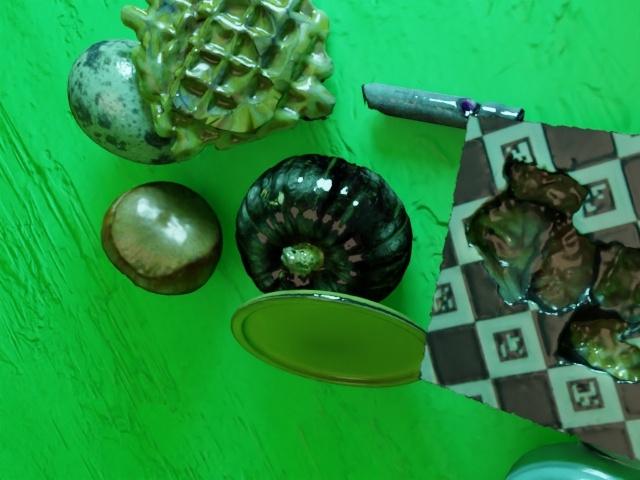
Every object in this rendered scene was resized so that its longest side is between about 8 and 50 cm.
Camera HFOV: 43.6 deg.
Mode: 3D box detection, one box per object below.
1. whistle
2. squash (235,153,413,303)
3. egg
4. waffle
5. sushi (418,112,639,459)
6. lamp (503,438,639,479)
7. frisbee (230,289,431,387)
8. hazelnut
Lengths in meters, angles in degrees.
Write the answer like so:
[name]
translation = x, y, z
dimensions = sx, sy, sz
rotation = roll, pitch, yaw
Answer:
[whistle]
translation = 0.124, -0.136, 0.829
dimensions = 0.176, 0.033, 0.033
rotation = 14, 111, 24
[squash]
translation = 0.002, -0.002, 0.868
dimensions = 0.193, 0.156, 0.193
rotation = -1, 129, -1
[egg]
translation = -0.219, -0.161, 0.951
dimensions = 0.172, 0.132, 0.132
rotation = 41, 121, -1
[waffle]
translation = -0.097, -0.208, 0.869
dimensions = 0.223, 0.054, 0.204
rotation = -17, 88, 2
[sushi]
translation = 0.258, 0.040, 0.752
dimensions = 0.292, 0.059, 0.294
rotation = 15, 102, 29
[lamp]
translation = 0.263, 0.320, 0.825
dimensions = 0.209, 0.147, 0.284
rotation = 47, 113, 11
[frisbee]
translation = 0.016, 0.113, 0.889
dimensions = 0.236, 0.017, 0.236
rotation = 8, 150, 5
[hazelnut]
translation = -0.199, 0.005, 0.991
dimensions = 0.150, 0.150, 0.150
rotation = 9, 109, 26
